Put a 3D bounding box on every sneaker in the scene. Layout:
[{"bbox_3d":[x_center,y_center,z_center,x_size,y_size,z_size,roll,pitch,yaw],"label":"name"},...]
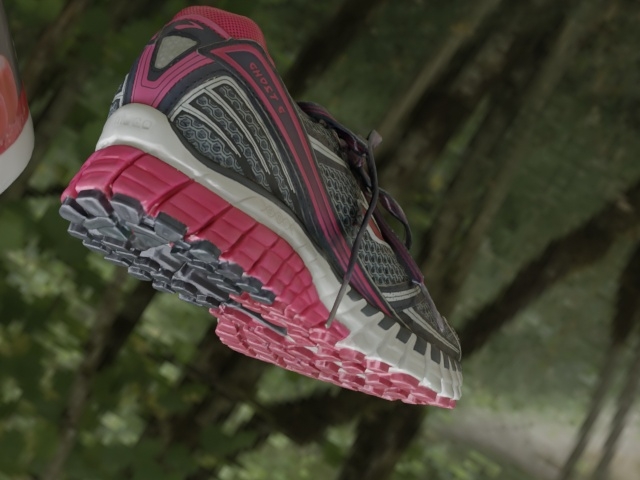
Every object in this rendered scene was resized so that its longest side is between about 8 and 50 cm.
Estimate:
[{"bbox_3d":[0.000,0.000,0.871,0.121,0.112,0.299,13,163,30],"label":"sneaker"}]

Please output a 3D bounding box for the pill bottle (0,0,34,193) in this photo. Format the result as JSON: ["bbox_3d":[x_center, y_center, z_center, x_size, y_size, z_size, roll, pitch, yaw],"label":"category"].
[{"bbox_3d":[-0.266,-0.168,0.937,0.176,0.176,0.318,27,137,45],"label":"pill bottle"}]
